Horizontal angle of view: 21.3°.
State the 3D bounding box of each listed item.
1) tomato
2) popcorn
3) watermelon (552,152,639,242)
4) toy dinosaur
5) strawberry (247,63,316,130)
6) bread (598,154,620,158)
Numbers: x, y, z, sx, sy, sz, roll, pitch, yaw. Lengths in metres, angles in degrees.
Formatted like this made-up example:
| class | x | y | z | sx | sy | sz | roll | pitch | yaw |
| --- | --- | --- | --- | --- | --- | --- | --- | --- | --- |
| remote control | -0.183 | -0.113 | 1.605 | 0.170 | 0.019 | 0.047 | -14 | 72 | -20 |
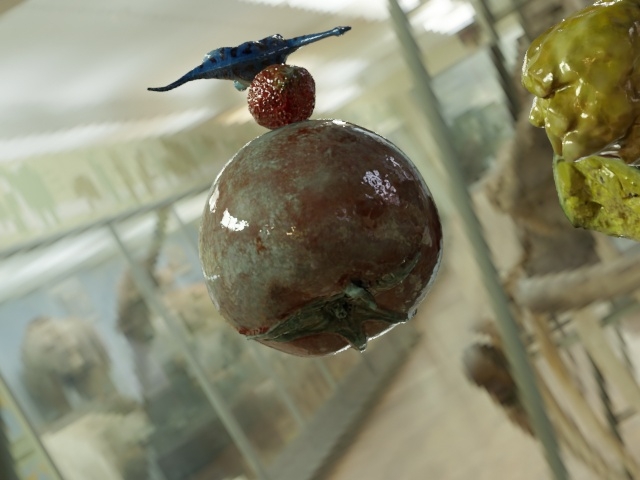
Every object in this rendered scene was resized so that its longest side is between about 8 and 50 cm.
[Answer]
| class | x | y | z | sx | sy | sz | roll | pitch | yaw |
| --- | --- | --- | --- | --- | --- | --- | --- | --- | --- |
| tomato | 0.000 | 0.000 | 2.161 | 0.317 | 0.282 | 0.316 | -12 | -37 | -9 |
| popcorn | 0.323 | -0.169 | 1.783 | 0.253 | 0.190 | 0.191 | -39 | 15 | -13 |
| watermelon | 0.516 | -0.080 | 2.571 | 0.189 | 0.331 | 0.331 | -43 | 5 | -22 |
| toy dinosaur | -0.111 | -0.280 | 2.673 | 0.329 | 0.076 | 0.144 | -16 | 3 | -2 |
| strawberry | -0.054 | -0.202 | 2.340 | 0.106 | 0.106 | 0.106 | -31 | 0 | 0 |
| bread | 0.392 | -0.202 | 2.137 | 0.190 | 0.123 | 0.244 | -2 | -28 | -15 |
